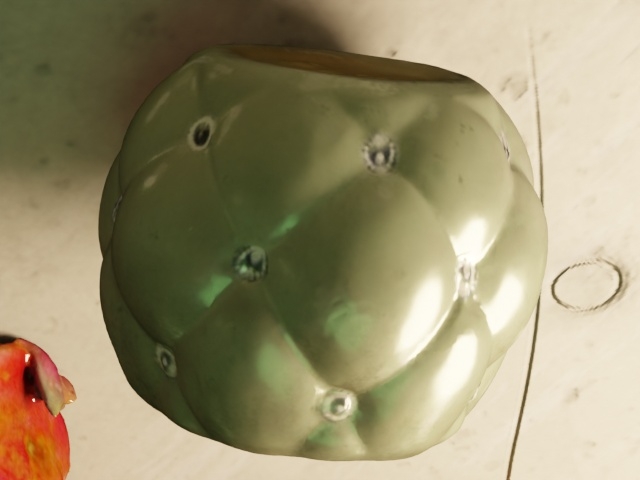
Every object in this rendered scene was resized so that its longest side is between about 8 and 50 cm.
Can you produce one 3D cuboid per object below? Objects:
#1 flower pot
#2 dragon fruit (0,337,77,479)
[{"bbox_3d":[0.000,0.000,1.049,0.246,0.246,0.195,3,101,-11],"label":"flower pot"},{"bbox_3d":[-0.315,0.229,1.222,0.386,0.249,0.371,-33,131,12],"label":"dragon fruit"}]
